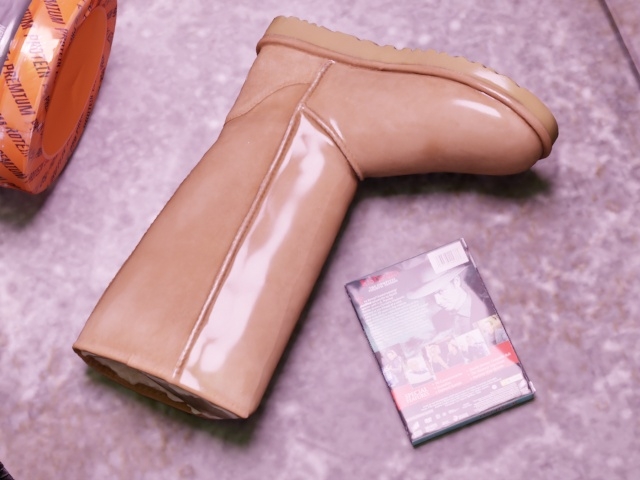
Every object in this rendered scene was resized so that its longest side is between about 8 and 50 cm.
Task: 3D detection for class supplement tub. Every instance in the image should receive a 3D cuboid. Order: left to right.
[{"bbox_3d":[-0.308,-0.153,1.319,0.316,0.193,0.193,21,70,6],"label":"supplement tub"}]

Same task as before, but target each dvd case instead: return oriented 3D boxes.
[{"bbox_3d":[0.077,0.065,1.301,0.087,0.013,0.119,-22,68,-5],"label":"dvd case"}]

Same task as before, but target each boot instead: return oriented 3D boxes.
[{"bbox_3d":[0.000,0.000,1.294,0.236,0.089,0.269,17,67,29],"label":"boot"}]

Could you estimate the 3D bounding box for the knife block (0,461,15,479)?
[{"bbox_3d":[-0.311,0.206,1.233,0.275,0.088,0.242,-32,68,-9],"label":"knife block"}]
